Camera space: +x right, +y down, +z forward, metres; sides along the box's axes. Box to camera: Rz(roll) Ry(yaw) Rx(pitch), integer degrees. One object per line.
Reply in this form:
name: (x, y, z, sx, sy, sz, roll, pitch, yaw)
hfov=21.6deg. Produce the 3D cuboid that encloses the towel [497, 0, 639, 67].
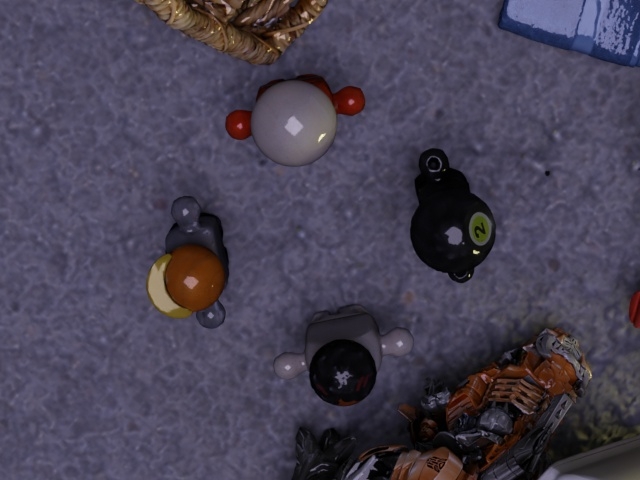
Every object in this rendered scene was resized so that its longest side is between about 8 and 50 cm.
towel: (0.193, -0.171, 1.234, 0.119, 0.029, 0.067, 15, 102, -4)

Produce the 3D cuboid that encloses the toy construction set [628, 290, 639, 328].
toy construction set: (0.390, 0.097, 1.225, 0.327, 0.151, 0.215, 5, 88, -1)

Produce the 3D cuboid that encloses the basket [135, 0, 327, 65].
basket: (-0.032, -0.280, 1.114, 0.223, 0.213, 0.299, 39, 100, -8)

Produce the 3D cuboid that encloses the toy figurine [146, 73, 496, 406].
toy figurine: (0.000, 0.000, 1.211, 0.213, 0.148, 0.209, 35, 100, -8)

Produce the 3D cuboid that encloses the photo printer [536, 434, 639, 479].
photo printer: (0.187, 0.264, 1.203, 0.107, 0.307, 0.256, 34, 104, 23)

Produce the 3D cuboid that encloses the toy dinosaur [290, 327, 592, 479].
toy dinosaur: (0.075, 0.185, 1.211, 0.322, 0.218, 0.164, -25, 86, -37)
